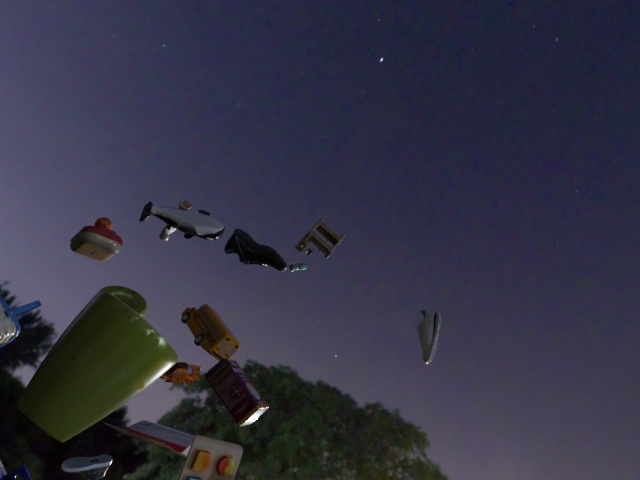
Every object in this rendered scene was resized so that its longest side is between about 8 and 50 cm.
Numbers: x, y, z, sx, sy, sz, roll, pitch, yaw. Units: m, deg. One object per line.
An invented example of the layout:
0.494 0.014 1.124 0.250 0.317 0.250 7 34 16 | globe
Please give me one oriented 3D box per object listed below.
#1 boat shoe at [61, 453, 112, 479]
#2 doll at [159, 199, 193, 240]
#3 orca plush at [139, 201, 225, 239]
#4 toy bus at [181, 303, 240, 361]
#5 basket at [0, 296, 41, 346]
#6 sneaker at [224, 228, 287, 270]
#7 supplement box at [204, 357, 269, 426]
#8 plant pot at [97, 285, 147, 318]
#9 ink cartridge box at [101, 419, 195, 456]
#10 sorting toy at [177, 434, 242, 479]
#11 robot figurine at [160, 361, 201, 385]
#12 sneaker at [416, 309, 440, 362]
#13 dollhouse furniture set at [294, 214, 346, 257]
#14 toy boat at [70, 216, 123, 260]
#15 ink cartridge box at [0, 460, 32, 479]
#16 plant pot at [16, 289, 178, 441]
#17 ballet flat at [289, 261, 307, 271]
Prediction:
-0.907 0.886 1.626 0.183 0.083 0.065 21 5 -45 | boat shoe
-0.558 -0.068 1.617 0.046 0.129 0.189 41 -69 -1 | doll
-0.482 -0.041 1.477 0.287 0.151 0.102 8 -59 -11 | orca plush
-0.478 0.382 1.803 0.332 0.130 0.108 34 -15 49 | toy bus
-1.295 0.326 1.661 0.254 0.289 0.201 -28 -90 4 | basket
-0.320 0.079 2.089 0.341 0.140 0.125 28 -21 18 | sneaker
-0.254 0.458 1.282 0.188 0.081 0.104 47 -6 21 | supplement box
-1.040 0.430 2.097 0.366 0.366 0.353 31 -75 -1 | plant pot
-0.634 0.783 1.696 0.308 0.091 0.385 6 -36 21 | ink cartridge box
-0.352 0.747 1.339 0.193 0.208 0.038 33 -30 -33 | sorting toy
-0.762 0.661 2.117 0.291 0.085 0.211 15 -39 -27 | robot figurine
0.478 0.430 1.896 0.094 0.235 0.090 7 -22 22 | sneaker
0.000 0.000 1.837 0.129 0.129 0.183 42 -29 -3 | dollhouse furniture set
-0.838 -0.018 1.596 0.151 0.151 0.231 30 -36 -36 | toy boat
-1.024 0.796 1.178 0.270 0.395 0.151 56 -35 12 | ink cartridge box
-0.557 0.323 1.036 0.274 0.293 0.275 26 -35 20 | plant pot
-0.110 0.123 2.041 0.041 0.114 0.041 4 -84 39 | ballet flat
